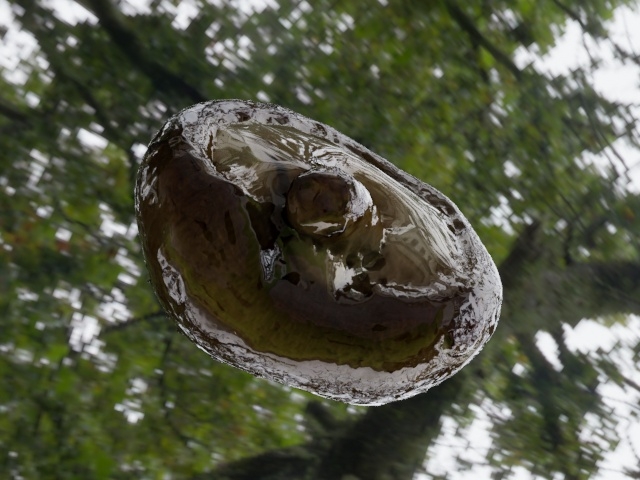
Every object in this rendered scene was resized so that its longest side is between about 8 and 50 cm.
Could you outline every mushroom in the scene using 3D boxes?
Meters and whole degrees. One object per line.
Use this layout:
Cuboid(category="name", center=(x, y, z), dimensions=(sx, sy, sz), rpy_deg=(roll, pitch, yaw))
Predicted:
Cuboid(category="mushroom", center=(-0.007, 0.013, 1.018), dimensions=(0.231, 0.194, 0.138), rpy_deg=(30, -79, -3))
